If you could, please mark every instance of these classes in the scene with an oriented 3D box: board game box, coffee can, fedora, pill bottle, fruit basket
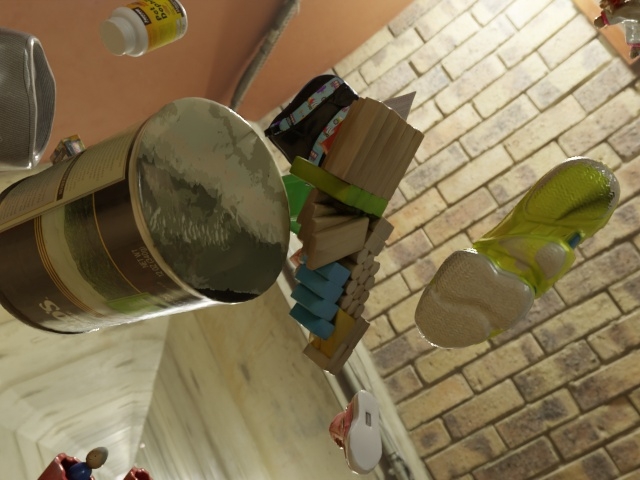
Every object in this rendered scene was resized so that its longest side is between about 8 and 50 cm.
[{"bbox_3d":[-0.652,-0.187,1.414,0.048,0.141,0.170,-32,11,-36],"label":"board game box"},{"bbox_3d":[-0.200,-0.013,0.577,0.275,0.202,0.201,-14,-7,33],"label":"coffee can"},{"bbox_3d":[-0.462,-0.210,0.766,0.124,0.276,0.244,2,19,-13],"label":"fedora"},{"bbox_3d":[-0.445,-0.539,1.338,0.117,0.117,0.215,-48,1,46],"label":"pill bottle"},{"bbox_3d":[0.054,-0.166,1.231,0.327,0.353,0.165,-7,-42,45],"label":"fruit basket"}]

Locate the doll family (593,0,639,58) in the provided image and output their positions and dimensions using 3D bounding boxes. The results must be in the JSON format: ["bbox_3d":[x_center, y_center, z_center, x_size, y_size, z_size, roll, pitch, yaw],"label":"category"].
[{"bbox_3d":[0.405,-0.263,0.493,0.263,0.163,0.118,3,58,48],"label":"doll family"}]

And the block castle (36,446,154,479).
[{"bbox_3d":[-0.249,0.539,0.800,0.213,0.453,0.303,-45,-29,-11],"label":"block castle"}]

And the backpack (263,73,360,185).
[{"bbox_3d":[0.010,-0.205,0.966,0.173,0.158,0.117,-45,-14,21],"label":"backpack"}]

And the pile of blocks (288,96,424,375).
[{"bbox_3d":[0.000,0.000,0.626,0.149,0.112,0.362,-17,-51,-44],"label":"pile of blocks"}]

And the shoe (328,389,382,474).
[{"bbox_3d":[0.056,0.341,0.906,0.081,0.063,0.178,-52,9,23],"label":"shoe"}]

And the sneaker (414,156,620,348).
[{"bbox_3d":[0.204,0.019,0.554,0.240,0.091,0.126,-45,-14,18],"label":"sneaker"}]
